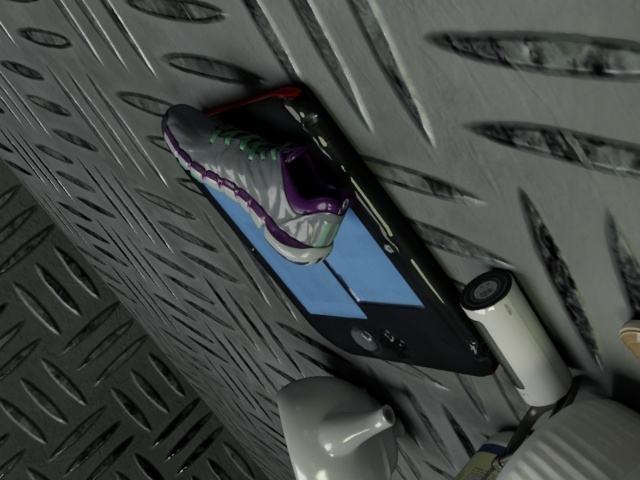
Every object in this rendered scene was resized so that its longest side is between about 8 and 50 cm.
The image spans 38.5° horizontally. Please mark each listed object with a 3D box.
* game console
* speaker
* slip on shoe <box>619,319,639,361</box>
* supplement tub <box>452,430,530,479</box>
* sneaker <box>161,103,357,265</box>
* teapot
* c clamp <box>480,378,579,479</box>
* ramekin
[{"bbox_3d":[0.000,0.000,1.058,0.386,0.060,0.342,51,161,-20],"label":"game console"},{"bbox_3d":[0.187,0.094,0.866,0.055,0.055,0.136,14,145,57],"label":"speaker"},{"bbox_3d":[0.288,0.118,0.720,0.135,0.041,0.051,42,161,9],"label":"slip on shoe"},{"bbox_3d":[0.203,0.417,1.086,0.235,0.325,0.235,39,161,17],"label":"supplement tub"},{"bbox_3d":[-0.058,-0.081,0.903,0.223,0.083,0.098,41,127,12],"label":"sneaker"},{"bbox_3d":[0.044,0.325,1.478,0.256,0.187,0.252,-114,9,-65],"label":"teapot"},{"bbox_3d":[0.210,0.204,0.926,0.022,0.137,0.161,36,155,7],"label":"c clamp"},{"bbox_3d":[0.244,0.241,0.837,0.109,0.207,0.207,42,164,38],"label":"ramekin"}]
